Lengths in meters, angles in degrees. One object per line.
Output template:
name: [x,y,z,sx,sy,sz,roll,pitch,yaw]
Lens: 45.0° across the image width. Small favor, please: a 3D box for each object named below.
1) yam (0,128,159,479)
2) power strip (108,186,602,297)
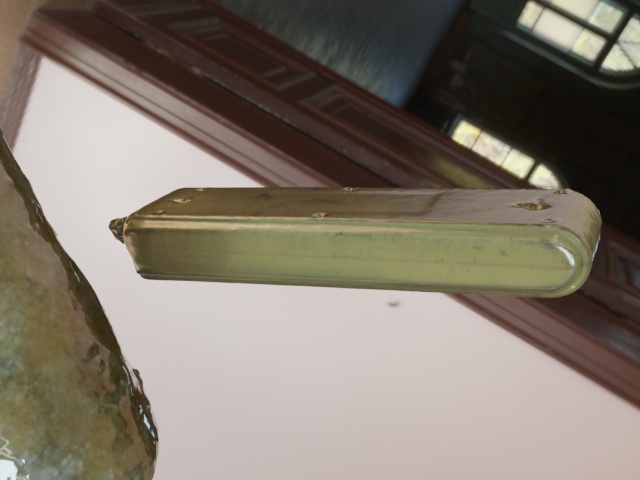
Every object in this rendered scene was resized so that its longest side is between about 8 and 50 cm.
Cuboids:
yam: [-0.184,0.015,0.367,0.133,0.330,0.133,-23,-171,4]
power strip: [0.000,0.000,0.572,0.092,0.387,0.066,-38,127,-59]
